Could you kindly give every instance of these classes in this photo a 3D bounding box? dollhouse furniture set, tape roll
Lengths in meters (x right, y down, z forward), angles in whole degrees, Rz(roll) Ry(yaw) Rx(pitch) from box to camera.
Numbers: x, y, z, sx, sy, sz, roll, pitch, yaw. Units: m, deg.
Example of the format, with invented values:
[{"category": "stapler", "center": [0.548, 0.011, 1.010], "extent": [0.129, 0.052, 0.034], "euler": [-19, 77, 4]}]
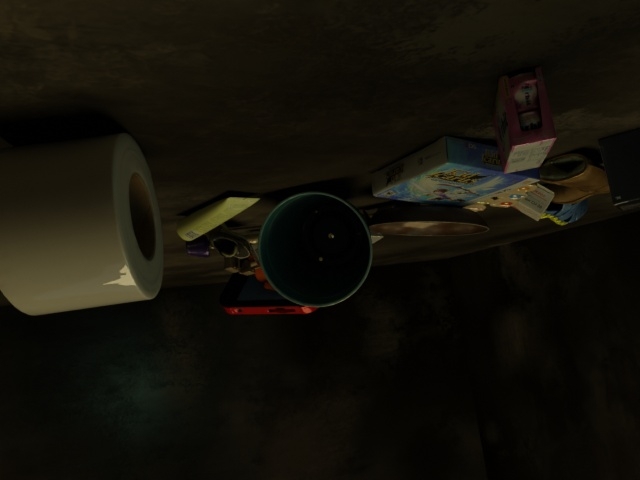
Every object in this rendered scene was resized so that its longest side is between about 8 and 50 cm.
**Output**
[{"category": "dollhouse furniture set", "center": [-0.220, 0.032, 1.764], "extent": [0.123, 0.144, 0.151], "euler": [-18, 154, 25]}, {"category": "tape roll", "center": [-0.339, -0.024, 0.778], "extent": [0.169, 0.246, 0.246], "euler": [-8, 172, -3]}]

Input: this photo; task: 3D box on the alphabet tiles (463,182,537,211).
[{"category": "alphabet tiles", "center": [0.394, -0.131, 1.392], "extent": [0.278, 0.021, 0.284], "euler": [5, 164, -2]}]

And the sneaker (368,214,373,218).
[{"category": "sneaker", "center": [0.217, -0.065, 1.771], "extent": [0.144, 0.053, 0.059], "euler": [-1, 173, 9]}]

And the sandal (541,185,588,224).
[{"category": "sandal", "center": [0.783, -0.124, 1.722], "extent": [0.317, 0.126, 0.138], "euler": [-3, 167, -41]}]

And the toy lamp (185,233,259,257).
[{"category": "toy lamp", "center": [-0.272, 0.006, 1.656], "extent": [0.274, 0.080, 0.080], "euler": [-6, 172, -10]}]

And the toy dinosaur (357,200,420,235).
[{"category": "toy dinosaur", "center": [0.242, -0.072, 1.635], "extent": [0.313, 0.121, 0.160], "euler": [-10, -175, -22]}]

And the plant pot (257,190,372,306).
[{"category": "plant pot", "center": [0.007, 0.005, 1.368], "extent": [0.271, 0.272, 0.255], "euler": [-10, -174, 12]}]

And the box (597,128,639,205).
[{"category": "box", "center": [0.717, -0.159, 1.248], "extent": [0.093, 0.156, 0.158], "euler": [-15, 170, 34]}]

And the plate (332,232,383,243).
[{"category": "plate", "center": [0.052, -0.014, 1.876], "extent": [0.277, 0.045, 0.278], "euler": [1, 171, -9]}]

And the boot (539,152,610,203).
[{"category": "boot", "center": [0.655, -0.166, 1.437], "extent": [0.269, 0.089, 0.236], "euler": [3, 166, -38]}]

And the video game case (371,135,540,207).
[{"category": "video game case", "center": [0.292, -0.138, 1.183], "extent": [0.269, 0.061, 0.244], "euler": [4, 165, -30]}]

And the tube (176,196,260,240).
[{"category": "tube", "center": [-0.254, -0.062, 1.296], "extent": [0.240, 0.062, 0.070], "euler": [-22, -151, 40]}]

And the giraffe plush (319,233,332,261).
[{"category": "giraffe plush", "center": [0.000, 0.000, 1.649], "extent": [0.181, 0.170, 0.210], "euler": [-16, -167, -2]}]

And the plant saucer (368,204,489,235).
[{"category": "plant saucer", "center": [0.276, -0.050, 1.402], "extent": [0.310, 0.050, 0.310], "euler": [2, 174, 0]}]

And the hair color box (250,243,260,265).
[{"category": "hair color box", "center": [-0.154, 0.019, 1.747], "extent": [0.141, 0.072, 0.043], "euler": [-26, 180, -24]}]

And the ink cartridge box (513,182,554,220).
[{"category": "ink cartridge box", "center": [0.575, -0.120, 1.497], "extent": [0.115, 0.067, 0.198], "euler": [34, -174, 19]}]

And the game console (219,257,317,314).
[{"category": "game console", "center": [-0.152, 0.135, 1.973], "extent": [0.386, 0.342, 0.060], "euler": [-3, 130, 18]}]

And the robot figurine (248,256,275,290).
[{"category": "robot figurine", "center": [-0.146, 0.089, 1.884], "extent": [0.219, 0.128, 0.158], "euler": [0, -146, 17]}]

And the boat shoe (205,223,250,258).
[{"category": "boat shoe", "center": [-0.263, 0.014, 1.532], "extent": [0.080, 0.073, 0.223], "euler": [-24, 151, 9]}]

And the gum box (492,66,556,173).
[{"category": "gum box", "center": [0.313, -0.180, 0.842], "extent": [0.062, 0.107, 0.188], "euler": [-10, 172, 13]}]
